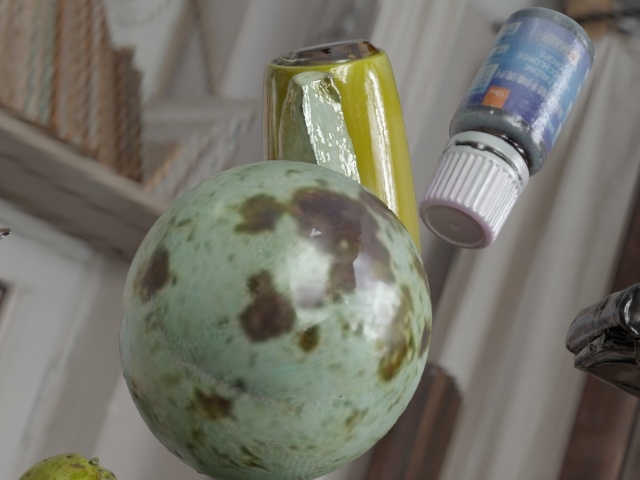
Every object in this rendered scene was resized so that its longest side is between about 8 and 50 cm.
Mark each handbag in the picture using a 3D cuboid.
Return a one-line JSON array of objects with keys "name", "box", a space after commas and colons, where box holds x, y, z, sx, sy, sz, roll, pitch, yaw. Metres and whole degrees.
[{"name": "handbag", "box": [0.432, 0.143, 2.115, 0.275, 0.088, 0.244, 26, -15, -4]}]

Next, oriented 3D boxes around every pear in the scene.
[{"name": "pear", "box": [-0.267, 0.275, 1.864, 0.107, 0.131, 0.107, 34, -11, 7]}]

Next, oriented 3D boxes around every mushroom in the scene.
[{"name": "mushroom", "box": [0.003, 0.002, 1.800, 0.107, 0.333, 0.087, 23, 32, 35]}]

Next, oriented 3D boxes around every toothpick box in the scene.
[{"name": "toothpick box", "box": [0.018, -0.091, 2.073, 0.175, 0.271, 0.175, -6, 14, 1]}]

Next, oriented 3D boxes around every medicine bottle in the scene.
[{"name": "medicine bottle", "box": [0.146, -0.088, 1.453, 0.083, 0.203, 0.083, 23, -27, 12]}]

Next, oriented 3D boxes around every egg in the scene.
[{"name": "egg", "box": [-0.028, 0.053, 1.003, 0.169, 0.169, 0.231, 18, -34, -2]}]

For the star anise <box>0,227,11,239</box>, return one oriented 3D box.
[{"name": "star anise", "box": [-0.513, 0.017, 2.450, 0.140, 0.158, 0.144, 25, 13, 1]}]
